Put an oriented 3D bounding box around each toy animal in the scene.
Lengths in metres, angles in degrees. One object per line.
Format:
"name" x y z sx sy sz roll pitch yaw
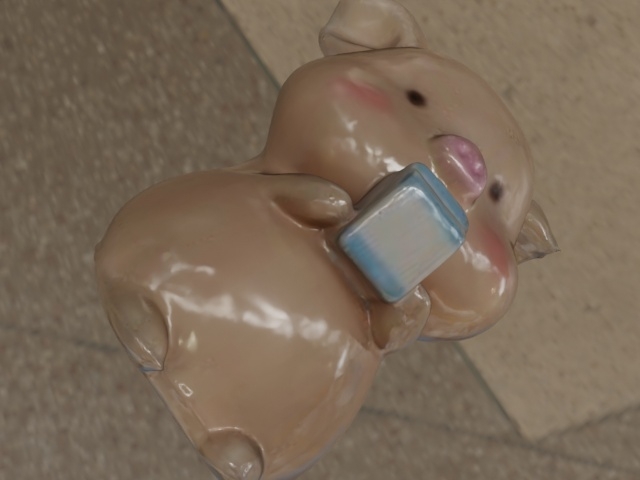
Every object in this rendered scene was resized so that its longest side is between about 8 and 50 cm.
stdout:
"toy animal" 0.004 -0.002 1.044 0.256 0.213 0.195 -35 98 -9
